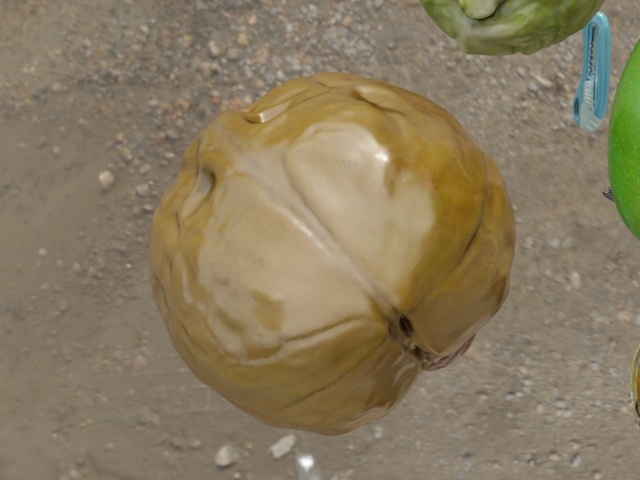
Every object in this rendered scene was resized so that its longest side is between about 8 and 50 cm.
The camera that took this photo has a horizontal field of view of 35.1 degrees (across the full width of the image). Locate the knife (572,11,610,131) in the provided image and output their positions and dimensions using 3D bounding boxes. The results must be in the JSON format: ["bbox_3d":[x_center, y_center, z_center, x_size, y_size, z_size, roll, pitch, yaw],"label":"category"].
[{"bbox_3d":[0.453,-0.279,1.696,0.064,0.031,0.222,27,138,37],"label":"knife"}]

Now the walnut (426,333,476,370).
[{"bbox_3d":[0.125,0.118,1.665,0.269,0.243,0.222,131,144,-58],"label":"walnut"}]

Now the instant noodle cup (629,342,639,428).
[{"bbox_3d":[0.502,0.176,1.200,0.215,0.172,0.216,2,80,-9],"label":"instant noodle cup"}]

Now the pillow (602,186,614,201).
[{"bbox_3d":[0.532,-0.093,1.606,0.150,0.048,0.090,-11,30,35],"label":"pillow"}]

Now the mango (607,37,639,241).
[{"bbox_3d":[0.369,-0.140,0.783,0.382,0.225,0.201,-60,27,28],"label":"mango"}]

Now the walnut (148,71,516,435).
[{"bbox_3d":[0.000,0.000,0.999,0.354,0.308,0.398,-37,23,-10],"label":"walnut"}]

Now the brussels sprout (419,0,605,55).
[{"bbox_3d":[0.271,-0.415,1.375,0.327,0.247,0.328,4,107,14],"label":"brussels sprout"}]
